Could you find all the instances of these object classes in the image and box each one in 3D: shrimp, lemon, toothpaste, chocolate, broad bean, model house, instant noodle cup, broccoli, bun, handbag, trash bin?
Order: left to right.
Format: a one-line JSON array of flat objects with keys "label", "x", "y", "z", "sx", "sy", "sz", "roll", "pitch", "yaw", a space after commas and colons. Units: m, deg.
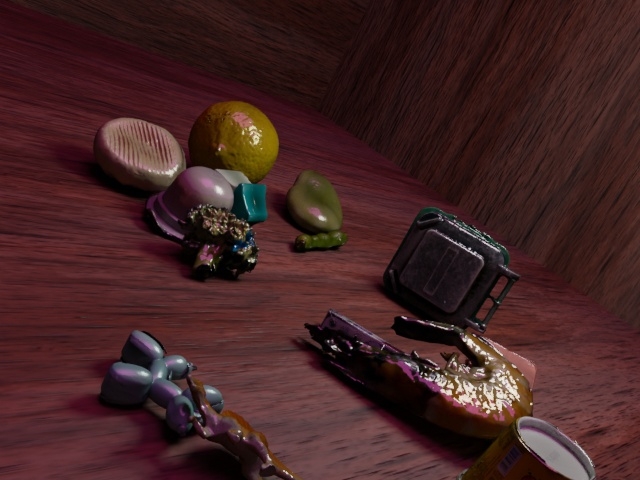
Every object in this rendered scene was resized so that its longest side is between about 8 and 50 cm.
[{"label": "bun", "x": -0.426, "y": -0.184, "z": 1.523, "sx": 0.222, "sy": 0.127, "sz": 0.222, "roll": 20, "pitch": 44, "yaw": -20}, {"label": "chocolate", "x": -0.272, "y": -0.087, "z": 1.420, "sx": 0.221, "sy": 0.147, "sz": 0.221, "roll": 22, "pitch": 23, "yaw": -10}, {"label": "broccoli", "x": -0.208, "y": 0.013, "z": 1.298, "sx": 0.155, "sy": 0.167, "sz": 0.160, "roll": -1, "pitch": 44, "yaw": 12}, {"label": "lemon", "x": -0.240, "y": -0.263, "z": 1.802, "sx": 0.267, "sy": 0.267, "sz": 0.267, "roll": 25, "pitch": 18, "yaw": -9}, {"label": "model house", "x": -0.196, "y": -0.087, "z": 1.562, "sx": 0.149, "sy": 0.127, "sz": 0.100, "roll": 34, "pitch": 18, "yaw": 28}, {"label": "broad bean", "x": -0.019, "y": -0.096, "z": 1.913, "sx": 0.189, "sy": 0.121, "sz": 0.263, "roll": 27, "pitch": 32, "yaw": -19}, {"label": "broad bean", "x": 0.000, "y": 0.000, "z": 1.736, "sx": 0.256, "sy": 0.053, "sz": 0.052, "roll": -6, "pitch": 75, "yaw": -60}, {"label": "toothpaste", "x": 0.091, "y": 0.207, "z": 1.305, "sx": 0.196, "sy": 0.047, "sz": 0.040, "roll": 30, "pitch": 3, "yaw": 8}, {"label": "shrimp", "x": 0.184, "y": 0.219, "z": 1.223, "sx": 0.445, "sy": 0.085, "sz": 0.272, "roll": 18, "pitch": 34, "yaw": 5}, {"label": "trash bin", "x": 0.374, "y": 0.068, "z": 1.773, "sx": 0.295, "sy": 0.259, "sz": 0.381, "roll": 32, "pitch": 15, "yaw": 14}, {"label": "handbag", "x": 0.407, "y": 0.298, "z": 1.486, "sx": 0.157, "sy": 0.059, "sz": 0.212, "roll": 33, "pitch": 19, "yaw": 15}, {"label": "instant noodle cup", "x": 0.327, "y": 0.373, "z": 1.012, "sx": 0.182, "sy": 0.144, "sz": 0.182, "roll": 25, "pitch": 18, "yaw": -9}]

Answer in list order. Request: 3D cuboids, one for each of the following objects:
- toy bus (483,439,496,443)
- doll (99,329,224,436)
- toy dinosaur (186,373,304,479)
[{"label": "toy bus", "x": 0.339, "y": 0.336, "z": 1.250, "sx": 0.064, "sy": 0.075, "sz": 0.190, "roll": 21, "pitch": 19, "yaw": -18}, {"label": "doll", "x": -0.205, "y": 0.195, "z": 0.863, "sx": 0.159, "sy": 0.059, "sz": 0.159, "roll": 23, "pitch": 17, "yaw": -14}, {"label": "toy dinosaur", "x": -0.093, "y": 0.262, "z": 0.825, "sx": 0.142, "sy": 0.057, "sz": 0.212, "roll": 47, "pitch": -5, "yaw": 45}]
